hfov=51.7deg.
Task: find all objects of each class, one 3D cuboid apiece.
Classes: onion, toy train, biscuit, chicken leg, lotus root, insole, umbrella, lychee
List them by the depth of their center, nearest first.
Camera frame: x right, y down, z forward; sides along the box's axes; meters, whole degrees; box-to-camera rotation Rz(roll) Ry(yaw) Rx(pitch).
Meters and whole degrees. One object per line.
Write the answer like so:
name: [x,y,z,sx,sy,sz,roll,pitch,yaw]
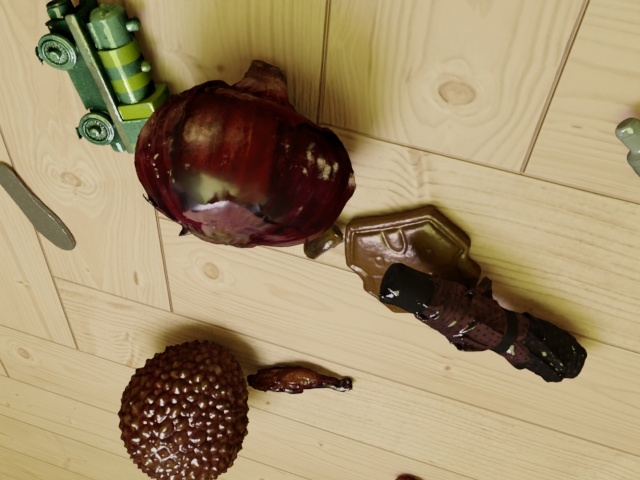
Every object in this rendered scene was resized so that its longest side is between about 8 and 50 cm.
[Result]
onion: [-0.085,-0.098,0.757,0.251,0.219,0.252,12,-179,0]
toy train: [-0.255,-0.203,0.816,0.132,0.083,0.200,-5,132,13]
umbrella: [0.217,0.112,0.879,0.325,0.090,0.094,23,137,-18]
biscuit: [0.133,0.048,0.921,0.182,0.034,0.215,-9,129,31]
lotus root: [-0.001,0.001,0.923,0.083,0.030,0.038,-35,83,53]
insole: [-0.482,-0.053,1.113,0.063,0.010,0.192,-8,128,29]
chicken leg: [-0.045,0.259,1.206,0.205,0.053,0.093,-3,155,36]
lychee: [-0.236,0.301,1.207,0.271,0.271,0.272,13,137,12]

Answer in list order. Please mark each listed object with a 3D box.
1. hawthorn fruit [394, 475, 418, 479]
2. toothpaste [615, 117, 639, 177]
hawthorn fruit: [0.176,0.525,1.358,0.077,0.077,0.077,13,137,12]
toothpaste: [0.397,-0.043,0.710,0.255,0.037,0.067,39,130,-20]
